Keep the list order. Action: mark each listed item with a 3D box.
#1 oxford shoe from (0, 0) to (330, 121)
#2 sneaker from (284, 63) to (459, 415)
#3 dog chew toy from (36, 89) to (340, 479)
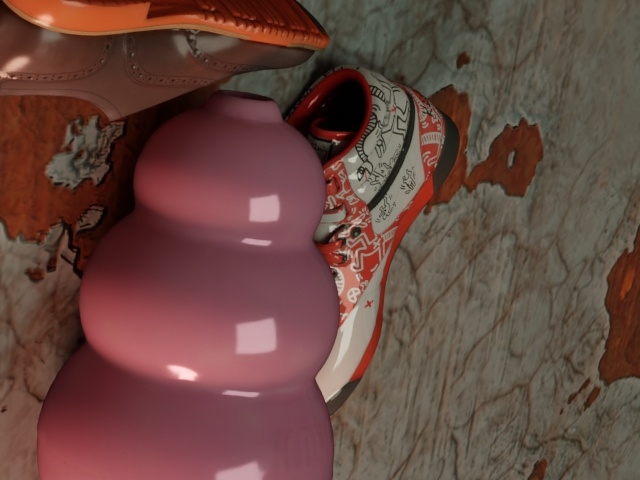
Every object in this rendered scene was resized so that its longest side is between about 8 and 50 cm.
[{"bbox_3d":[-0.109,-0.132,1.250,0.271,0.097,0.098,1,129,-44],"label":"oxford shoe"},{"bbox_3d":[-0.001,-0.001,1.453,0.145,0.090,0.270,29,86,-53],"label":"sneaker"},{"bbox_3d":[-0.077,0.064,1.317,0.207,0.207,0.331,-2,106,-50],"label":"dog chew toy"}]
